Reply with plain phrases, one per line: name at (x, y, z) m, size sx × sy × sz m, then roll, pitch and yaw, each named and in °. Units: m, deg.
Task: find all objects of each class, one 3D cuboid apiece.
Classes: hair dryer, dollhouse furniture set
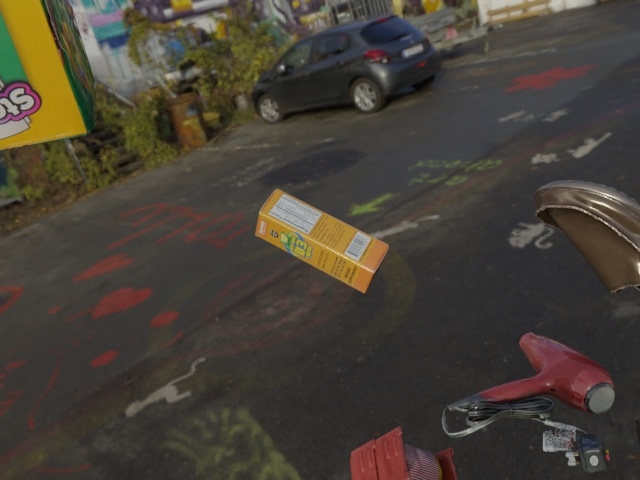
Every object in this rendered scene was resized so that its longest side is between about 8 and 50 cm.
hair dryer at (0.321, 0.213, 0.895) m, size 0.224 × 0.080 × 0.293 m, roll 10°, pitch 21°, yaw 24°
dollhouse furniture set at (0.201, 0.608, 1.228) m, size 0.152 × 0.201 × 0.374 m, roll -37°, pitch 41°, yaw 30°

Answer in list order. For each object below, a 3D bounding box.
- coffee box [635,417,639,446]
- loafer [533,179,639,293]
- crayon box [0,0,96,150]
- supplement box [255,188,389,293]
coffee box at (0.419, 0.274, 0.592) m, size 0.098 × 0.141 × 0.246 m, roll -9°, pitch -3°, yaw 8°
loafer at (0.520, 0.024, 1.008) m, size 0.130 × 0.366 × 0.134 m, roll -56°, pitch -12°, yaw -11°
crayon box at (-0.272, -0.113, 0.283) m, size 0.279 × 0.165 × 0.081 m, roll -13°, pitch 41°, yaw -11°
supplement box at (0.000, 0.000, 1.079) m, size 0.234 × 0.078 × 0.080 m, roll 29°, pitch 53°, yaw 10°
